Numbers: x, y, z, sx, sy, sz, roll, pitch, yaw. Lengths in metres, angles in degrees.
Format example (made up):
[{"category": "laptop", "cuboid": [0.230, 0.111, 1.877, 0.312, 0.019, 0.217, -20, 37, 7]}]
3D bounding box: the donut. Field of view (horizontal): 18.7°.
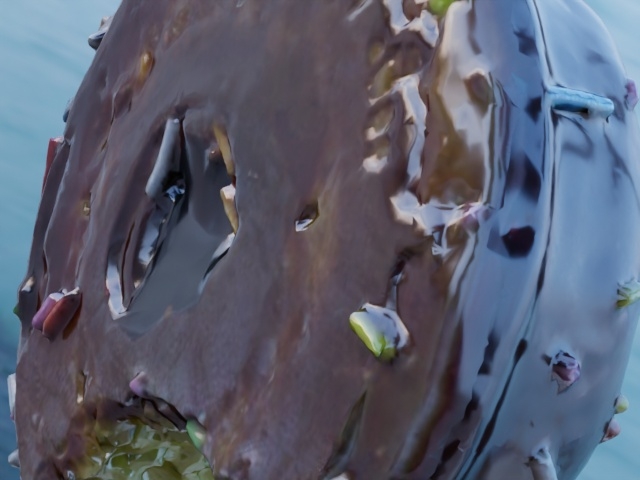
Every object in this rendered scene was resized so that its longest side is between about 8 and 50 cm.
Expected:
[{"category": "donut", "cuboid": [0.000, 0.000, 0.549, 0.096, 0.216, 0.230, 16, -19, -33]}]
